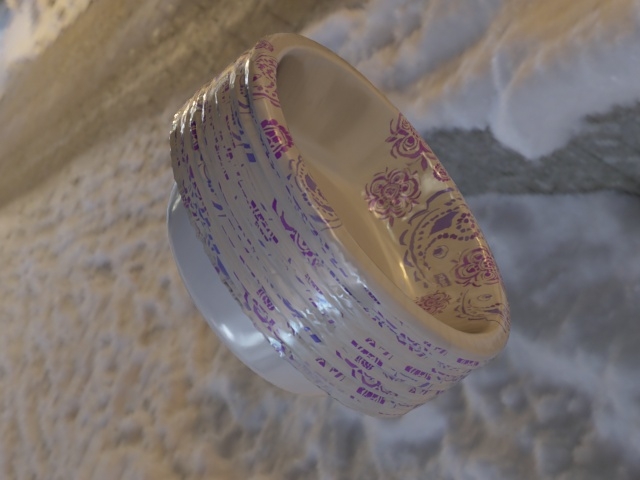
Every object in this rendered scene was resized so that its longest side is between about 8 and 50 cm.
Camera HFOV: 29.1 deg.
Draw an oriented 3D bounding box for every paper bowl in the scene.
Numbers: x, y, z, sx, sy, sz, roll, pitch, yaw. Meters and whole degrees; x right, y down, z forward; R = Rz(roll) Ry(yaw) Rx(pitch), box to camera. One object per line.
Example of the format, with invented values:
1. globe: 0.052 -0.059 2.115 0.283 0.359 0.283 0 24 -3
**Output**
1. paper bowl: 0.000 0.000 0.909 0.148 0.284 0.284 -35 31 22
